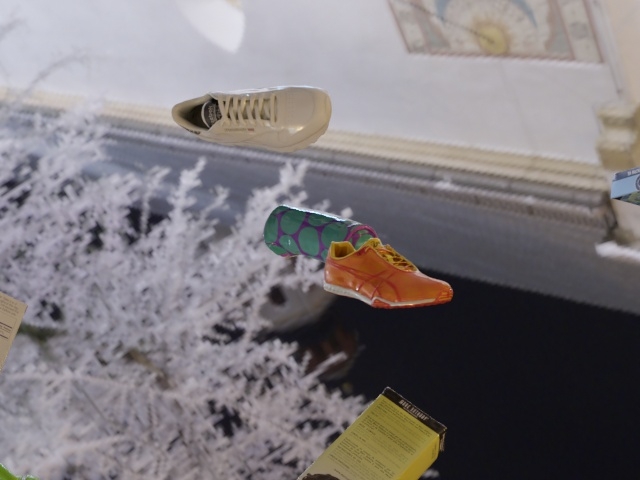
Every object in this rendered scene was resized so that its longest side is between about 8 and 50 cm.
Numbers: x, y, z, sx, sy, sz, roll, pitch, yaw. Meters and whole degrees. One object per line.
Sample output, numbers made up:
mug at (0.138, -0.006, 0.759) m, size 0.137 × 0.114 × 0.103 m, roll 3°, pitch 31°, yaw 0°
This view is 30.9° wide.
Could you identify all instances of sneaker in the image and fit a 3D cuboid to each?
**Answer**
sneaker at (0.065, 0.034, 1.210) m, size 0.175 × 0.067 × 0.064 m, roll 13°, pitch -170°, yaw 44°
sneaker at (-0.092, -0.169, 1.570) m, size 0.235 × 0.095 × 0.090 m, roll -4°, pitch -101°, yaw 35°

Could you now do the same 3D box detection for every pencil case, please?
pencil case at (0.000, 0.000, 1.445) m, size 0.064 × 0.070 × 0.151 m, roll -12°, pitch -161°, yaw -41°

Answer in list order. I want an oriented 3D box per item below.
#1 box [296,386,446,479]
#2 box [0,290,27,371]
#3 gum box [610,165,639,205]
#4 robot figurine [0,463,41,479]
box at (0.030, 0.264, 1.219) m, size 0.087 × 0.058 × 0.232 m, roll 32°, pitch -123°, yaw 27°
box at (-0.412, 0.110, 1.274) m, size 0.072 × 0.126 × 0.137 m, roll -41°, pitch -153°, yaw 43°
gum box at (0.525, -0.067, 1.599) m, size 0.157 × 0.184 × 0.041 m, roll 162°, pitch -60°, yaw -67°
robot figurine at (-0.396, 0.332, 1.461) m, size 0.115 × 0.101 × 0.067 m, roll -4°, pitch -146°, yaw -10°
